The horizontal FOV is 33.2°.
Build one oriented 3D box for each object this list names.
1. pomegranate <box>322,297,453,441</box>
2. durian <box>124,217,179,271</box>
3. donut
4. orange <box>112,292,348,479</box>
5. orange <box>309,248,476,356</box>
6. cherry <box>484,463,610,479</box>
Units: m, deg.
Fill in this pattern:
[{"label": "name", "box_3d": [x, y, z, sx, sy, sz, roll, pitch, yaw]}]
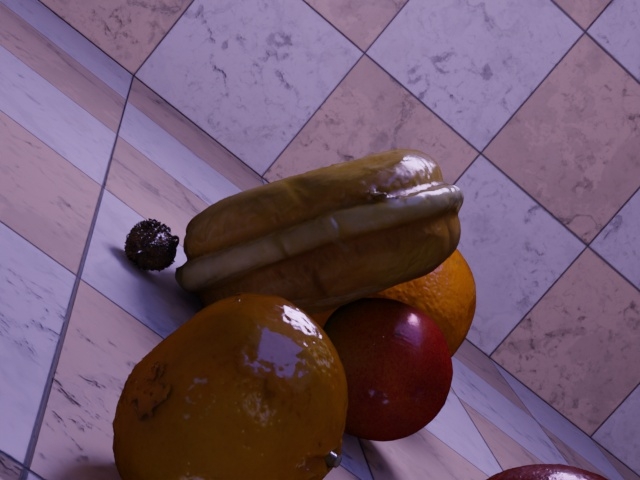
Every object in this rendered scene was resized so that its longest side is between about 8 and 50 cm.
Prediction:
[{"label": "pomegranate", "box_3d": [0.067, 0.183, 1.588, 0.257, 0.221, 0.221, 12, 8, 0]}, {"label": "durian", "box_3d": [-0.245, 0.008, 1.545, 0.080, 0.080, 0.091, 42, 19, 10]}, {"label": "donut", "box_3d": [0.000, 0.000, 1.602, 0.449, 0.449, 0.198, -16, 89, -81]}, {"label": "orange", "box_3d": [-0.076, 0.154, 0.949, 0.193, 0.219, 0.219, 48, 9, 22]}, {"label": "orange", "box_3d": [0.121, 0.110, 1.912, 0.312, 0.312, 0.312, 40, 7, -6]}, {"label": "cherry", "box_3d": [0.286, 0.391, 1.354, 0.206, 0.239, 0.239, 4, 30, -39]}]
